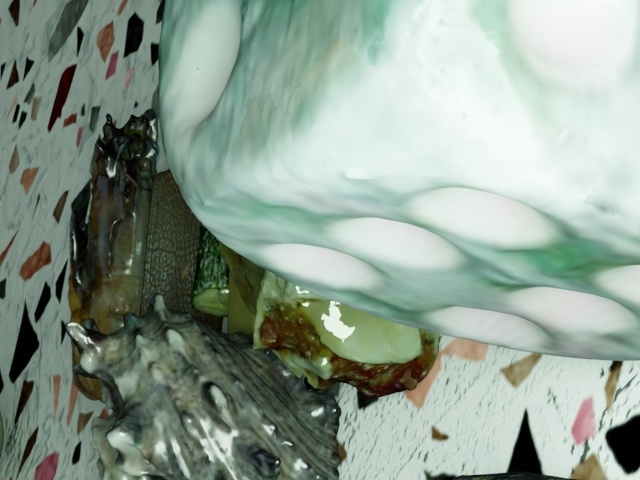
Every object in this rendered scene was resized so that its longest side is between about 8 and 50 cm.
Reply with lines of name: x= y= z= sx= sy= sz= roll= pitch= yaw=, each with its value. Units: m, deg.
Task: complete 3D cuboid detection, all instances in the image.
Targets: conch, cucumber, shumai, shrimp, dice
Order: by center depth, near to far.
dice: x=0.116 y=-0.130 z=1.121 sx=0.328 sy=0.330 sz=0.348 roll=-14 pitch=64 yaw=60
shumai: x=0.000 y=-0.002 z=1.426 sx=0.256 sy=0.189 sz=0.218 roll=-45 pitch=36 yaw=52
conch: x=-0.105 y=0.174 z=1.555 sx=0.313 sy=0.186 sz=0.241 roll=34 pitch=134 yaw=44
cucumber: x=-0.079 y=-0.028 z=1.736 sx=0.058 sy=0.058 sz=0.187 roll=-29 pitch=51 yaw=54
shrimp: x=-0.213 y=0.017 z=1.963 sx=0.178 sy=0.075 sz=0.289 roll=-14 pitch=76 yaw=62

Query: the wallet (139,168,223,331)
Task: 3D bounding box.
wallet: x=-0.123 y=0.038 z=1.804 sx=0.133 sy=0.039 sz=0.243 roll=-23 pitch=54 yaw=49

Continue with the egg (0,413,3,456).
egg: x=-0.446 y=0.213 z=2.149 sx=0.253 sy=0.186 sz=0.187 roll=12 pitch=85 yaw=60

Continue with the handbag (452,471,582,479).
handbag: x=0.128 y=0.212 z=1.191 sx=0.115 sy=0.072 sz=0.139 roll=0 pitch=79 yaw=59

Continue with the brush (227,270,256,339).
brush: x=-0.034 y=-0.026 z=1.658 sx=0.103 sy=0.047 sz=0.233 roll=-38 pitch=43 yaw=49
